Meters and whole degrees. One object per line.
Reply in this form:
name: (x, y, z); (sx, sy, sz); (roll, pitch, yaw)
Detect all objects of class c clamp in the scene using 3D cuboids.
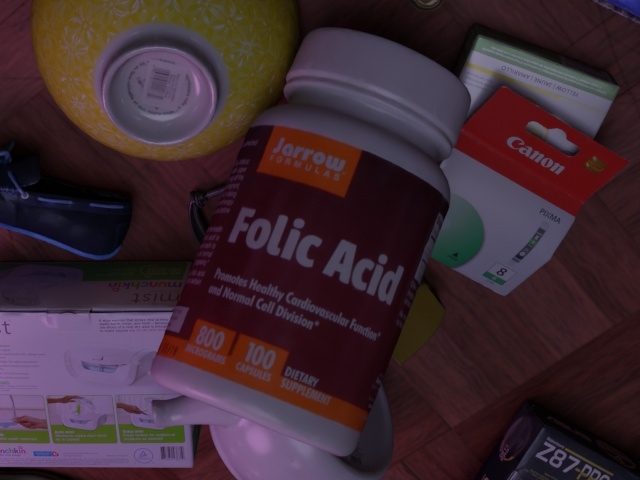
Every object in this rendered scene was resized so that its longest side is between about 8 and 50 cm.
c clamp: (-0.088, -0.051, 1.453); (0.161, 0.022, 0.137); (-25, 119, 12)

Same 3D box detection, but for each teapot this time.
teapot: (-0.043, 0.214, 1.480); (0.187, 0.252, 0.256); (-27, 104, 26)

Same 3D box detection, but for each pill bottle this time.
pill bottle: (0.000, 0.000, 1.262); (0.224, 0.224, 0.392); (23, 81, -10)

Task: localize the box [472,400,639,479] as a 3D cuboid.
box: (0.350, 0.436, 1.612); (0.395, 0.097, 0.318); (29, 101, -13)

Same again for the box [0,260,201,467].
box: (-0.282, 0.151, 1.502); (0.262, 0.126, 0.231); (-1, 117, 2)

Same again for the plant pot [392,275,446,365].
plant pot: (0.101, 0.083, 1.485); (0.083, 0.081, 0.081); (-34, 112, 7)

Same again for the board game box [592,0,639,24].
board game box: (0.306, -0.348, 1.129); (0.141, 0.291, 0.232); (23, 117, -11)

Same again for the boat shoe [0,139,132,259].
boat shoe: (-0.340, -0.065, 1.419); (0.258, 0.109, 0.089); (19, 111, -27)

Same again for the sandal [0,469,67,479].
sandal: (-0.440, 0.356, 1.638); (0.303, 0.086, 0.120); (18, 117, -8)

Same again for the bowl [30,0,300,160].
bowl: (-0.161, -0.186, 1.281); (0.290, 0.156, 0.289); (-2, 126, -3)

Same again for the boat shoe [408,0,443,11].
boat shoe: (0.097, -0.308, 1.293); (0.056, 0.048, 0.153); (-10, 117, 7)

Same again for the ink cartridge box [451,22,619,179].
ink cartridge box: (0.205, -0.106, 1.395); (0.171, 0.056, 0.235); (19, 115, -8)

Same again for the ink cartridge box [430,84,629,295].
ink cartridge box: (0.203, -0.047, 1.383); (0.181, 0.056, 0.224); (28, 135, -18)
